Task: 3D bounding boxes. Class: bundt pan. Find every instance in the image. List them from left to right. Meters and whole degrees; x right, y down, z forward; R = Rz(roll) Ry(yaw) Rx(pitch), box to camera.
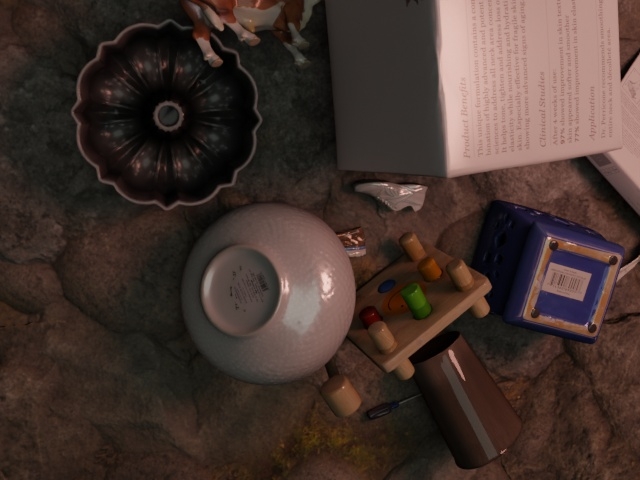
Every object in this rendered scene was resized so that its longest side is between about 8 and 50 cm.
[{"bbox_3d":[-0.275,-0.224,1.524,0.330,0.124,0.331,-2,98,-11],"label":"bundt pan"}]

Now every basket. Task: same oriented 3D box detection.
[{"bbox_3d":[0.284,0.310,1.704,0.154,0.204,0.227,-29,95,24],"label":"basket"}]

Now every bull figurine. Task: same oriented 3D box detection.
[{"bbox_3d":[-0.099,-0.402,1.474,0.310,0.101,0.188,-9,68,-30],"label":"bull figurine"}]

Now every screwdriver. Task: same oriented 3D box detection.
[{"bbox_3d":[0.174,0.332,1.756,0.169,0.024,0.025,-24,131,-8],"label":"screwdriver"}]

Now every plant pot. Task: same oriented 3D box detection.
[{"bbox_3d":[0.448,0.069,1.671,0.235,0.212,0.236,15,97,-14],"label":"plant pot"}]

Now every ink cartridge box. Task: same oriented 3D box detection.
[{"bbox_3d":[0.683,-0.204,1.750,0.296,0.066,0.261,44,64,-15],"label":"ink cartridge box"}]

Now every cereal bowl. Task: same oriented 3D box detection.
[{"bbox_3d":[-0.114,0.092,1.515,0.338,0.141,0.339,-3,83,22],"label":"cereal bowl"}]

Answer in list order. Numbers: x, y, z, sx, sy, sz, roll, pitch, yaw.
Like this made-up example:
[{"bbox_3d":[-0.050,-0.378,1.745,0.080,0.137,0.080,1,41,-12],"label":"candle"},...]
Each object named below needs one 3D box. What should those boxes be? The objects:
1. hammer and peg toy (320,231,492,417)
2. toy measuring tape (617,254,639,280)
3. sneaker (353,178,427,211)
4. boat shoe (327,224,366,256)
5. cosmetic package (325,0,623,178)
[{"bbox_3d":[0.115,0.146,1.587,0.361,0.266,0.127,-37,117,-8],"label":"hammer and peg toy"},{"bbox_3d":[0.724,0.052,1.768,0.330,0.121,0.121,-40,104,-3],"label":"toy measuring tape"},{"bbox_3d":[0.137,-0.088,1.664,0.152,0.054,0.061,6,100,-13],"label":"sneaker"},{"bbox_3d":[0.000,0.000,1.650,0.183,0.066,0.066,-2,95,-21],"label":"boat shoe"},{"bbox_3d":[0.262,-0.297,1.465,0.393,0.327,0.330,-10,101,-28],"label":"cosmetic package"}]
